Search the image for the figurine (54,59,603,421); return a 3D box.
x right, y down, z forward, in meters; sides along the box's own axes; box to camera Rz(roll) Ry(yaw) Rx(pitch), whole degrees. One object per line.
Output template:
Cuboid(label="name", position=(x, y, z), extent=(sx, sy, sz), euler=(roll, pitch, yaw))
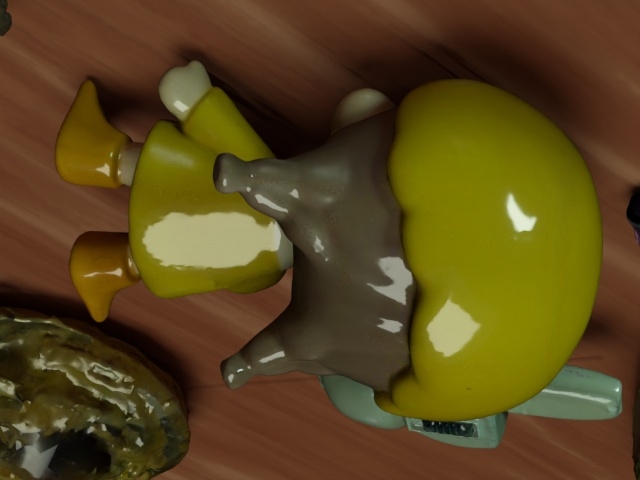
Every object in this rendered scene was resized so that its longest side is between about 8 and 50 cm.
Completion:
Cuboid(label="figurine", position=(0.000, 0.000, 0.691), extent=(0.344, 0.187, 0.215), euler=(6, 130, 19))

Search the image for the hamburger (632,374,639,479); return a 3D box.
Cuboid(label="hamburger", position=(0.315, 0.185, 0.864), extent=(0.155, 0.135, 0.207), euler=(7, 144, 10))

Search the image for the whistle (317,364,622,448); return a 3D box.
Cuboid(label="whistle", position=(0.100, 0.103, 0.844), extent=(0.253, 0.105, 0.102), euler=(5, 173, 20))

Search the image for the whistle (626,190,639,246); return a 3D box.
Cuboid(label="whistle", position=(0.251, 0.028, 0.762), extent=(0.033, 0.033, 0.176), euler=(-13, 136, 28))

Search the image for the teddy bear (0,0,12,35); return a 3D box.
Cuboid(label="teddy bear", position=(-0.262, -0.157, 0.594), extent=(0.177, 0.140, 0.190), euler=(-10, 146, 22))

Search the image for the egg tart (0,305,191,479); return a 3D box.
Cuboid(label="egg tart", position=(-0.266, 0.163, 1.008), extent=(0.297, 0.132, 0.297), euler=(12, 145, 9))
